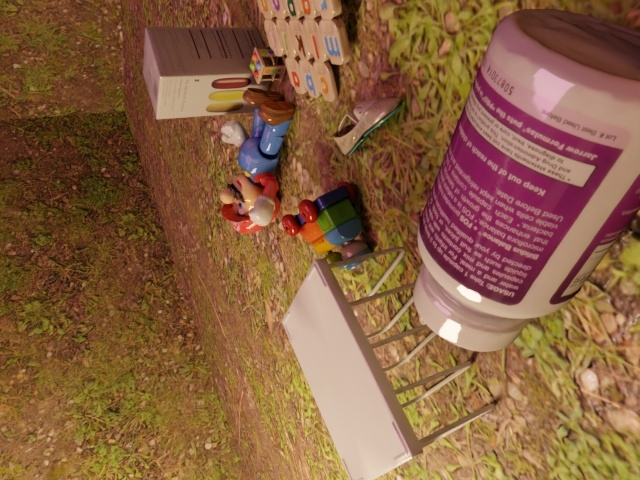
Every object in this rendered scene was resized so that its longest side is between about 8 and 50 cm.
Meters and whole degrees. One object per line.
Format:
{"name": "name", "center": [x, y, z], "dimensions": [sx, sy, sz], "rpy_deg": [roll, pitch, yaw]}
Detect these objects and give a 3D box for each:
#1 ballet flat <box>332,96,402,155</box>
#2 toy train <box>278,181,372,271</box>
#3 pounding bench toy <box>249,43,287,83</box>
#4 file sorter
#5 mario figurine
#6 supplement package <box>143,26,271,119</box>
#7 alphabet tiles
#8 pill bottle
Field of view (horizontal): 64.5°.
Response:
{"name": "ballet flat", "center": [0.063, -0.182, 0.778], "dimensions": [0.052, 0.057, 0.168], "rpy_deg": [48, 152, -4]}
{"name": "toy train", "center": [0.000, 0.000, 0.955], "dimensions": [0.144, 0.105, 0.248], "rpy_deg": [62, 152, 2]}
{"name": "pounding bench toy", "center": [-0.114, -0.373, 1.045], "dimensions": [0.083, 0.065, 0.052], "rpy_deg": [67, 152, 21]}
{"name": "file sorter", "center": [0.092, 0.176, 0.750], "dimensions": [0.278, 0.172, 0.193], "rpy_deg": [63, 149, 26]}
{"name": "mario figurine", "center": [-0.160, -0.155, 1.101], "dimensions": [0.198, 0.169, 0.321], "rpy_deg": [-79, 3, -60]}
{"name": "supplement package", "center": [-0.246, -0.366, 1.106], "dimensions": [0.134, 0.243, 0.139], "rpy_deg": [69, 153, 19]}
{"name": "alphabet tiles", "center": [-0.039, -0.385, 0.875], "dimensions": [0.284, 0.021, 0.278], "rpy_deg": [36, 147, 53]}
{"name": "pill bottle", "center": [0.189, -0.036, 0.475], "dimensions": [0.169, 0.169, 0.302], "rpy_deg": [55, 145, 38]}
